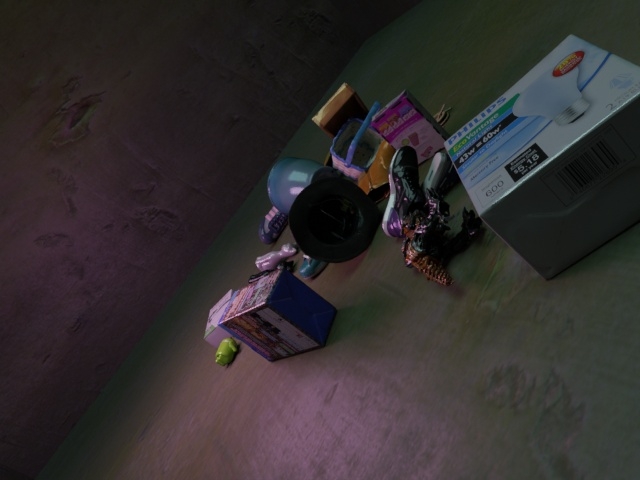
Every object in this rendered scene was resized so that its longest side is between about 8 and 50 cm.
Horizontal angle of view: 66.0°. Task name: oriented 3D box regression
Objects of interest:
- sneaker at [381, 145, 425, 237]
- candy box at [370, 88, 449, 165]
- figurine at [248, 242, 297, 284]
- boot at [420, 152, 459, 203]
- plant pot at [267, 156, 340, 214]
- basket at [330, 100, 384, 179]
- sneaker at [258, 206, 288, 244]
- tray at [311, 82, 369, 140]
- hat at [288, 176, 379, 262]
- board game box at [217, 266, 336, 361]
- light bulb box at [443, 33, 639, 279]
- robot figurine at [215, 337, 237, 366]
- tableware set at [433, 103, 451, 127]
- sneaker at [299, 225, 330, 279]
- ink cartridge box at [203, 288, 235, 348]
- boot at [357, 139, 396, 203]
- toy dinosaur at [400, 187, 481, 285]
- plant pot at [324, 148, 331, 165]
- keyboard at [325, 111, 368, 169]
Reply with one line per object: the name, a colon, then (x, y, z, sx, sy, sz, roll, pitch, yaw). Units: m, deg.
sneaker: (0.275, -0.146, 1.480, 0.124, 0.107, 0.282, 4, 87, 58)
candy box: (0.310, -0.380, 1.694, 0.159, 0.233, 0.071, -34, 26, 35)
figurine: (-0.187, 0.105, 2.115, 0.210, 0.092, 0.214, -30, 27, 26)
boot: (0.361, -0.170, 1.482, 0.069, 0.086, 0.189, -99, 23, -52)
plant pot: (-0.054, -0.242, 2.198, 0.255, 0.271, 0.271, 8, 59, 50)
basket: (0.165, -0.409, 2.043, 0.254, 0.201, 0.289, -59, -9, -20)
sneaker: (-0.209, -0.121, 2.490, 0.131, 0.112, 0.318, -32, 28, 46)
tray: (0.122, -0.530, 2.213, 0.203, 0.076, 0.411, -47, -19, 9)
hat: (0.037, -0.051, 1.714, 0.331, 0.332, 0.134, -61, -4, -27)
board game box: (-0.139, 0.242, 1.551, 0.291, 0.232, 0.141, -28, 29, 45)
light bulb box: (0.486, -0.180, 1.003, 0.358, 0.225, 0.361, -41, 23, 23)
robot figurine: (-0.367, 0.432, 1.926, 0.101, 0.067, 0.115, -48, 17, 42)
tableware set: (0.406, -0.444, 1.885, 0.194, 0.039, 0.128, -23, 34, 51)
sneaker: (0.000, 0.000, 1.837, 0.302, 0.121, 0.108, -53, 20, -8)
ink cartridge box: (-0.412, 0.338, 2.143, 0.160, 0.093, 0.219, -44, 22, 15)
boot: (0.253, -0.265, 1.831, 0.295, 0.104, 0.211, -48, 25, 20)
toy dinosaur: (0.293, 0.007, 1.257, 0.218, 0.165, 0.321, -56, 41, 26)
plant pot: (0.062, -0.396, 2.460, 0.083, 0.081, 0.081, -47, 18, 39)
keyboard: (0.138, -0.448, 2.257, 0.202, 0.033, 0.317, -24, -27, -43)
